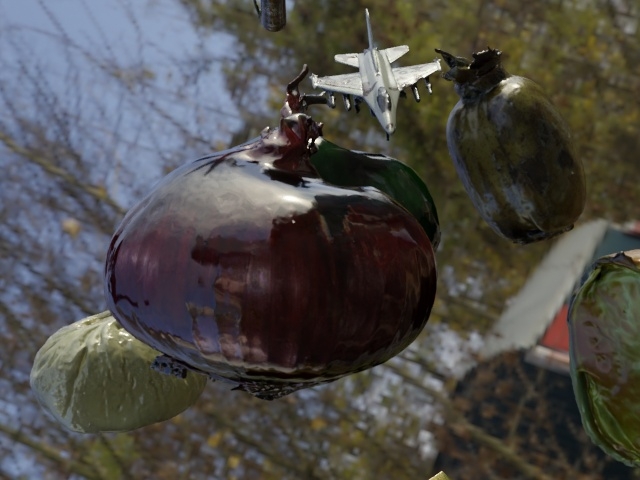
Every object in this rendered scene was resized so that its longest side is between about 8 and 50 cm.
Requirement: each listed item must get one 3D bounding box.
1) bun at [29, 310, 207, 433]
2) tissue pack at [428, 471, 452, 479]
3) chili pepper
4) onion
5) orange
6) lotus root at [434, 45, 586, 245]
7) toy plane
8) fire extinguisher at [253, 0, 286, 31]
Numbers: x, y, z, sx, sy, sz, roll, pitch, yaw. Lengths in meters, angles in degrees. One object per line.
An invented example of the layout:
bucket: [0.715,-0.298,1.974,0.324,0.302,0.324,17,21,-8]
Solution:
bun: [-0.276,0.169,1.947,0.244,0.243,0.153,-44,-44,-61]
tissue pack: [0.107,0.348,1.601,0.176,0.095,0.062,-26,-35,-36]
chili pepper: [0.000,0.000,1.553,0.256,0.248,0.233,150,132,-76]
onion: [-0.037,-0.006,1.150,0.273,0.273,0.285,-7,-75,-74]
orange: [0.431,0.134,1.566,0.196,0.334,0.263,-5,-89,-55]
lotus root: [0.226,-0.124,1.703,0.278,0.154,0.154,61,-152,-8]
toy plane: [0.070,-0.174,1.656,0.082,0.159,0.234,83,180,-45]
fire extinguisher: [-0.079,-0.396,2.300,0.158,0.064,0.043,90,-168,-70]
